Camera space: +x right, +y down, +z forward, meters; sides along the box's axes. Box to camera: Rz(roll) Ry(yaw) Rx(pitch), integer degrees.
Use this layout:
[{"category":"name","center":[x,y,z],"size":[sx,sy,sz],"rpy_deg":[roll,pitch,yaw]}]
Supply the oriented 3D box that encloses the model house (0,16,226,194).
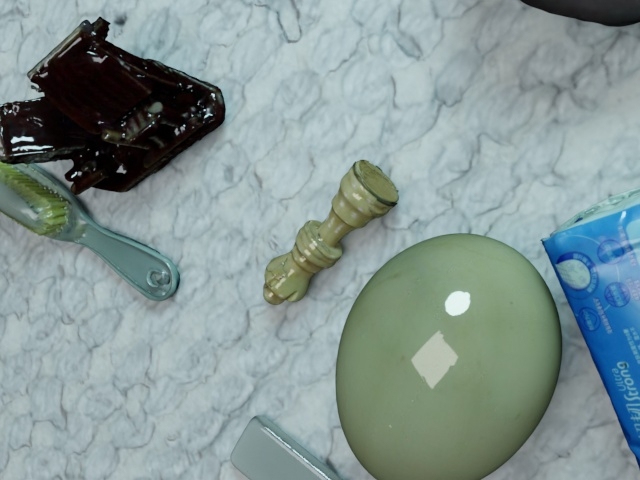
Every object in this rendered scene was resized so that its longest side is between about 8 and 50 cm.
[{"category":"model house","center":[-0.226,-0.120,1.034],"size":[0.203,0.164,0.141],"rpy_deg":[-39,76,27]}]

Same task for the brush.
[{"category":"brush","center":[-0.280,-0.020,1.130],"size":[0.297,0.060,0.068],"rpy_deg":[30,107,18]}]

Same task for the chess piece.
[{"category":"chess piece","center":[0.001,0.000,1.009],"size":[0.060,0.060,0.172],"rpy_deg":[49,116,10]}]

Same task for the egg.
[{"category":"egg","center":[0.105,0.108,0.904],"size":[0.186,0.186,0.241],"rpy_deg":[32,116,17]}]

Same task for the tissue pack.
[{"category":"tissue pack","center":[0.321,0.072,0.820],"size":[0.198,0.146,0.263],"rpy_deg":[-24,89,28]}]

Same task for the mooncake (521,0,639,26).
[{"category":"mooncake","center":[0.219,-0.304,0.781],"size":[0.283,0.141,0.282],"rpy_deg":[3,119,5]}]

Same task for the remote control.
[{"category":"remote control","center":[0.020,0.276,1.061],"size":[0.261,0.029,0.067],"rpy_deg":[36,111,18]}]
